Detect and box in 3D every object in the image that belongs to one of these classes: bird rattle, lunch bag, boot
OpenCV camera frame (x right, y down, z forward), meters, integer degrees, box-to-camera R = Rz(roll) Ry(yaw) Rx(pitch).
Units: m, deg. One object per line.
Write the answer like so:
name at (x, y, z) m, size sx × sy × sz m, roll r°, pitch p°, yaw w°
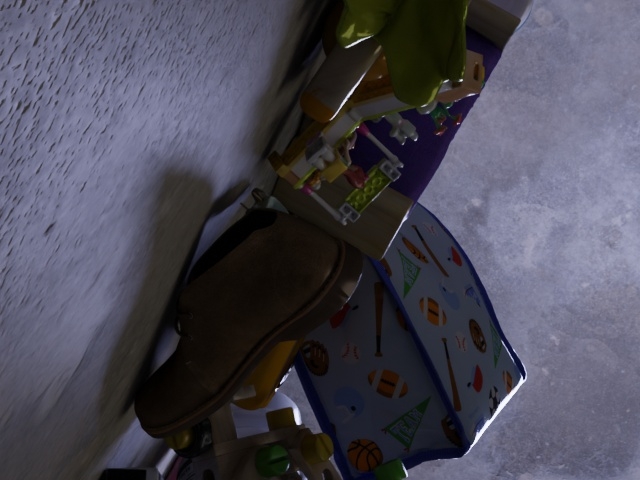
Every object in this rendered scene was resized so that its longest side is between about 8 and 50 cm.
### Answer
bird rattle at (0.052, -0.211, 1.079) m, size 0.207 × 0.143 × 0.253 m, roll -49°, pitch -164°, yaw 36°
lunch bag at (0.089, 0.104, 1.739) m, size 0.239 × 0.385 × 0.328 m, roll -23°, pitch -177°, yaw 24°
boot at (-0.101, 0.076, 1.164) m, size 0.305 × 0.115 × 0.112 m, roll -43°, pitch -152°, yaw 30°

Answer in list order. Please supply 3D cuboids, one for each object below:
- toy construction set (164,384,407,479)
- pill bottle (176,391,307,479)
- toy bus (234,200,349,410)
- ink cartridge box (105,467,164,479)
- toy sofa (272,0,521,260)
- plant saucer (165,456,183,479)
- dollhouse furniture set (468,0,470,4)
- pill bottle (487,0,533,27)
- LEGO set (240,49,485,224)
toy construction set at (-0.095, 0.265, 1.472) m, size 0.257 × 0.237 × 0.309 m, roll -18°, pitch 173°, yaw -28°
pill bottle at (-0.104, 0.400, 1.760) m, size 0.363 × 0.210 × 0.210 m, roll -93°, pitch -158°, yaw -46°
toy bus at (-0.067, 0.094, 1.502) m, size 0.130 × 0.108 × 0.332 m, roll -56°, pitch 174°, yaw -48°
ink cartridge box at (-0.214, 0.365, 1.454) m, size 0.332 × 0.065 × 0.165 m, roll 100°, pitch -10°, yaw -73°
toy sofa at (0.101, -0.171, 1.420) m, size 0.362 × 0.150 × 0.177 m, roll -57°, pitch 176°, yaw -36°
plant saucer at (-0.203, 0.399, 2.170) m, size 0.332 × 0.084 × 0.332 m, roll -60°, pitch 177°, yaw -6°
dollhouse furniture set at (0.121, -0.321, 1.285) m, size 0.161 × 0.101 × 0.182 m, roll -91°, pitch -161°, yaw -44°
pill bottle at (0.277, -0.400, 2.015) m, size 0.146 × 0.146 × 0.264 m, roll -61°, pitch 177°, yaw 11°
LEGO set at (0.059, -0.086, 1.159) m, size 0.287 × 0.107 × 0.132 m, roll -35°, pitch -153°, yaw 27°
